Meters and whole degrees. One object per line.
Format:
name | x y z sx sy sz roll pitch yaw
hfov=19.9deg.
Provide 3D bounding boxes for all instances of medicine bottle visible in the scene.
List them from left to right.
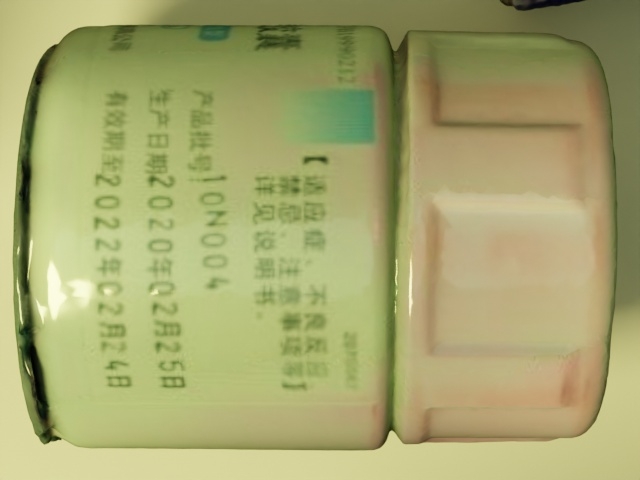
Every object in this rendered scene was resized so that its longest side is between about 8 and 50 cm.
medicine bottle | 0.000 0.000 0.559 0.168 0.135 0.135 1 97 2

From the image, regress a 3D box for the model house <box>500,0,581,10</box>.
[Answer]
model house | 0.098 -0.118 0.559 0.100 0.100 0.088 -9 97 3
